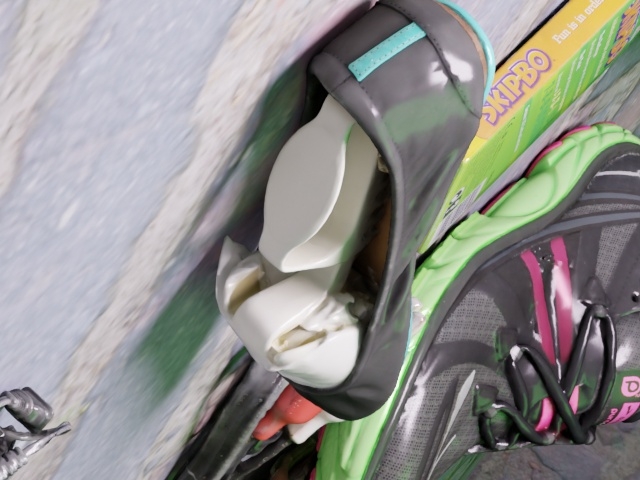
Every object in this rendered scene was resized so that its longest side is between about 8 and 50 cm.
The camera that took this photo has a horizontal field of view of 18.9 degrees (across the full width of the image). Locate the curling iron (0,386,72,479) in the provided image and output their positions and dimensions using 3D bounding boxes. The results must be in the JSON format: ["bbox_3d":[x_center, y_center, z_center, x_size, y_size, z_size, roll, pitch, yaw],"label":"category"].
[{"bbox_3d":[-0.159,0.147,0.885,0.068,0.035,0.274,-42,166,-34],"label":"curling iron"}]

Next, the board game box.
[{"bbox_3d":[0.148,-0.106,1.253,0.259,0.039,0.124,-41,167,-26],"label":"board game box"}]

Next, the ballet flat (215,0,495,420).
[{"bbox_3d":[0.000,0.000,0.914,0.096,0.095,0.280,-29,149,-35],"label":"ballet flat"}]

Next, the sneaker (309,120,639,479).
[{"bbox_3d":[0.168,0.081,1.507,0.483,0.202,0.185,-42,166,-35],"label":"sneaker"}]

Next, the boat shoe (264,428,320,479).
[{"bbox_3d":[0.029,0.206,1.598,0.120,0.122,0.324,-58,167,24],"label":"boat shoe"}]

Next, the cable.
[{"bbox_3d":[-0.046,0.141,1.211,0.287,0.072,0.139,-53,167,17],"label":"cable"}]
